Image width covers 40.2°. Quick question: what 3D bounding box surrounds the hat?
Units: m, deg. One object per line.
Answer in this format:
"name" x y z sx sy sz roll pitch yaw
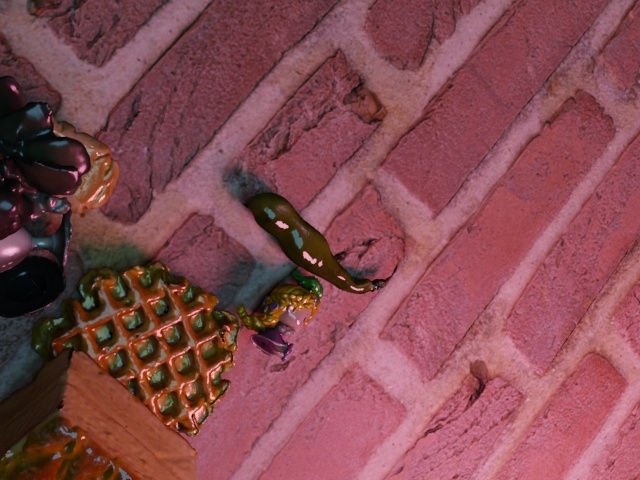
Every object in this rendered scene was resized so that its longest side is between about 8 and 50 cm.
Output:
"hat" -0.427 0.078 1.289 0.121 0.121 0.050 -21 141 -22

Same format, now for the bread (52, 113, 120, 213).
"bread" -0.385 -0.112 1.282 0.177 0.084 0.119 31 82 -25

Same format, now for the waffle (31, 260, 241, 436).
"waffle" -0.284 0.182 1.361 0.325 0.068 0.302 25 83 -26

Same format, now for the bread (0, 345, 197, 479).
"bread" -0.353 0.349 1.222 0.279 0.207 0.279 -37 113 5

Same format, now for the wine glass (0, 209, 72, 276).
"wine glass" -0.469 0.002 1.239 0.222 0.103 0.103 1 94 -21

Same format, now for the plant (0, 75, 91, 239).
"plant" -0.443 -0.082 1.111 0.276 0.188 0.199 -36 99 -21

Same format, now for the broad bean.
"broad bean" -0.004 0.011 1.491 0.318 0.056 0.098 28 76 -30

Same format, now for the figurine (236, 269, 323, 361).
"figurine" -0.065 0.108 1.453 0.115 0.095 0.156 36 64 -2
